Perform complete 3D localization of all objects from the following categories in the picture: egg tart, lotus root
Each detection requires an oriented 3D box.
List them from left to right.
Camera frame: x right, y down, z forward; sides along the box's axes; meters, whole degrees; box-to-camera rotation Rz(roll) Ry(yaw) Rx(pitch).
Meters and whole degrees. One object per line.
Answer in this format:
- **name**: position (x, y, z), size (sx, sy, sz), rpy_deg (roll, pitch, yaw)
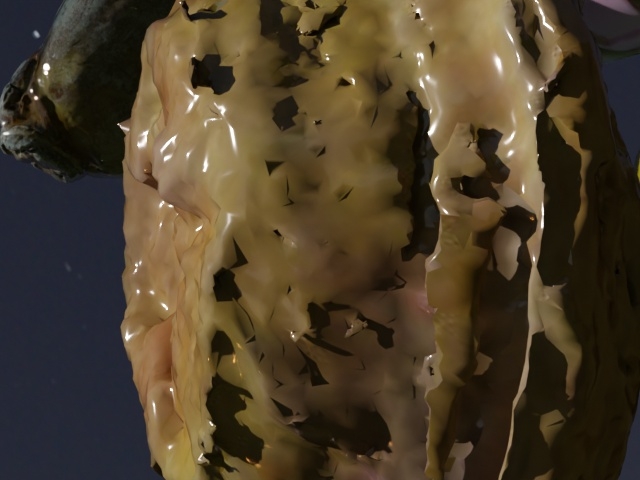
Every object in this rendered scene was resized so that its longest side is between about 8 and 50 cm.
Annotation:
- **lotus root**: position (-0.146, -0.195, 1.214), size (0.350, 0.175, 0.175), rpy_deg (-57, -41, -9)
- **egg tart**: position (0.000, 0.000, 0.533), size (0.150, 0.352, 0.352), rpy_deg (2, -54, -15)

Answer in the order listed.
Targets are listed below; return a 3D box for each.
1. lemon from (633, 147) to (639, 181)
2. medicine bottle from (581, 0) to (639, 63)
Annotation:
- **lemon**: position (0.360, -0.035, 1.088), size (0.248, 0.184, 0.184), rpy_deg (35, -76, -15)
- **medicine bottle**: position (0.140, -0.158, 0.719), size (0.135, 0.168, 0.135), rpy_deg (1, -94, -24)
